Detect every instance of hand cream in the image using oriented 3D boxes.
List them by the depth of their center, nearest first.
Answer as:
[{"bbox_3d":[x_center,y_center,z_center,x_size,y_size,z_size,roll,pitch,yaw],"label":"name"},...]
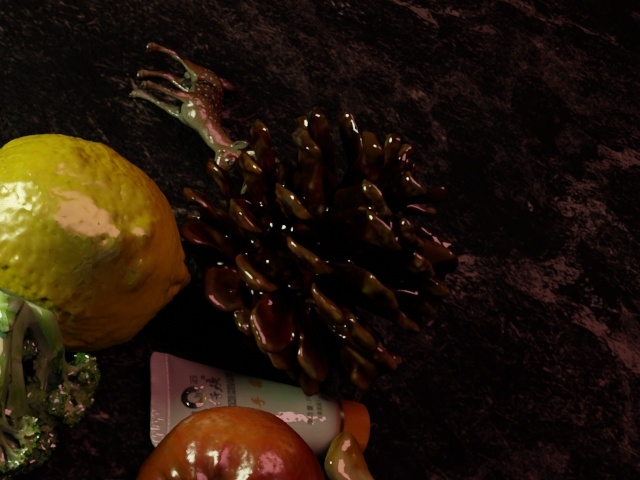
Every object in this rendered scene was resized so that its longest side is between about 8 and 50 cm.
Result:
[{"bbox_3d":[-0.088,0.233,1.642,0.314,0.089,0.139,10,53,-27],"label":"hand cream"}]

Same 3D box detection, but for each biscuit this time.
[{"bbox_3d":[0.073,0.374,1.610,0.208,0.047,0.164,42,40,-17],"label":"biscuit"}]

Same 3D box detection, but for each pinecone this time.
[{"bbox_3d":[0.000,0.000,1.664,0.398,0.398,0.397,24,43,-24],"label":"pinecone"}]

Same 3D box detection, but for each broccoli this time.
[{"bbox_3d":[-0.390,0.152,1.316,0.265,0.245,0.294,36,10,38],"label":"broccoli"}]

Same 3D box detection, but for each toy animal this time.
[{"bbox_3d":[-0.177,-0.203,1.941,0.260,0.087,0.243,25,44,-19],"label":"toy animal"}]

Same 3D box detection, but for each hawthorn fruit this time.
[{"bbox_3d":[-0.093,0.306,1.479,0.224,0.224,0.261,54,19,11],"label":"hawthorn fruit"}]

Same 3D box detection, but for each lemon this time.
[{"bbox_3d":[-0.312,0.007,1.501,0.322,0.268,0.268,30,41,-18],"label":"lemon"}]
